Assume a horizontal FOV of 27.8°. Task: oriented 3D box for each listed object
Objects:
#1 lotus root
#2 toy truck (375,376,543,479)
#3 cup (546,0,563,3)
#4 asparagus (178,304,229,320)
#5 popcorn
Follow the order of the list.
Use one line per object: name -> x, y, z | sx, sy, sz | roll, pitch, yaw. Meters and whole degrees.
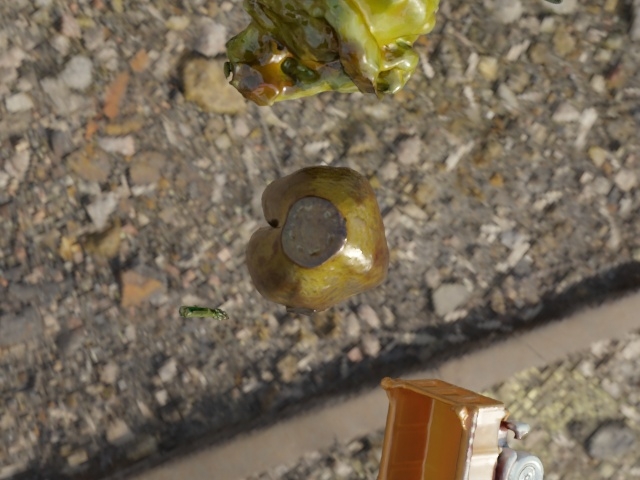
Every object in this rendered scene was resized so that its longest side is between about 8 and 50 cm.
lotus root -> -0.010, 0.000, 1.580 | 0.193, 0.291, 0.193 | 0, 90, -4
toy truck -> 0.101, 0.256, 1.085 | 0.135, 0.114, 0.270 | 3, 97, -38
cup -> 0.244, -0.308, 1.255 | 0.120, 0.120, 0.141 | 39, 86, -31
asparagus -> -0.123, 0.077, 1.374 | 0.014, 0.114, 0.015 | -31, 78, 13
popcorn -> 0.010, -0.359, 1.780 | 0.290, 0.325, 0.321 | -27, 139, -42
